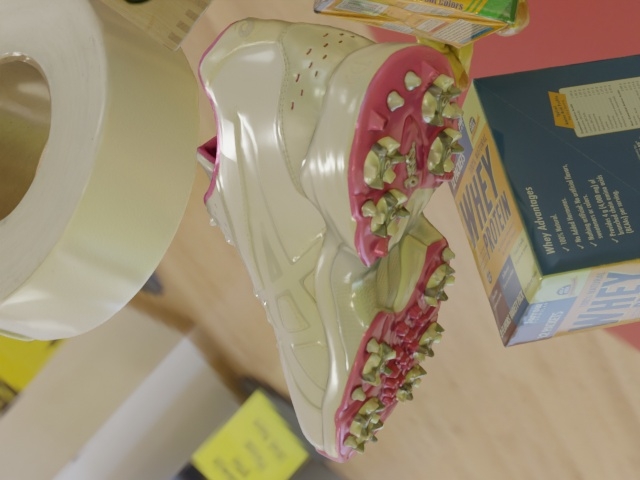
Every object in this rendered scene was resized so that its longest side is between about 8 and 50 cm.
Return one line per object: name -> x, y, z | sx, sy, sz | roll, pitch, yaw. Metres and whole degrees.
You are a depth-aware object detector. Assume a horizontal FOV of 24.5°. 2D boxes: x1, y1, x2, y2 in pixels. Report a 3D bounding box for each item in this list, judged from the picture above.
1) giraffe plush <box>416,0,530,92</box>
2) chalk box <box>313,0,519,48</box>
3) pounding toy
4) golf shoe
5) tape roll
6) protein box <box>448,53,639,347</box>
giraffe plush -> 0.188, -0.299, 1.852 | 0.210, 0.170, 0.181 | 57, -165, -45
chalk box -> 0.087, -0.271, 1.127 | 0.132, 0.213, 0.132 | 12, 178, -11
pounding toy -> -0.102, -0.206, 1.017 | 0.130, 0.141, 0.100 | 35, 125, -11
golf shoe -> 0.000, 0.000, 0.843 | 0.140, 0.115, 0.306 | 25, 137, 24
tape roll -> -0.228, -0.065, 1.196 | 0.100, 0.286, 0.286 | 20, -178, -46
protein box -> 0.238, -0.039, 1.286 | 0.136, 0.201, 0.200 | 103, 154, -60
